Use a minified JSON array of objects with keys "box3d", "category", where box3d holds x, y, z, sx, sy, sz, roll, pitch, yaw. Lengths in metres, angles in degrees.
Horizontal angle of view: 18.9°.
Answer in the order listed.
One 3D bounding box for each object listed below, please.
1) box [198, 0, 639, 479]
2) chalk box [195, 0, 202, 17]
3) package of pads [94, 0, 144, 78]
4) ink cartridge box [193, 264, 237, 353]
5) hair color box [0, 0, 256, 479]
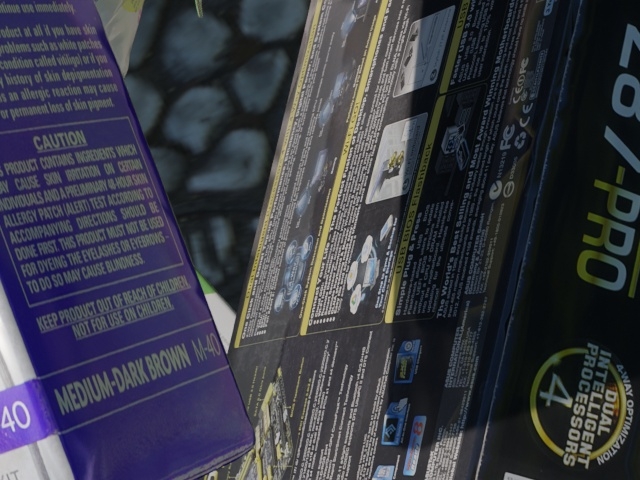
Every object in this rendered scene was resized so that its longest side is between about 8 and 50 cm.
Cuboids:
[{"box3d":[0.055,0.021,0.943,0.097,0.318,0.395,18,76,-24],"category":"box"},{"box3d":[-0.105,-0.302,1.703,0.132,0.132,0.213,7,63,6],"category":"chalk box"},{"box3d":[-0.198,-0.203,1.115,0.229,0.101,0.296,-4,56,22],"category":"package of pads"},{"box3d":[-0.149,0.110,1.258,0.219,0.092,0.160,-40,79,-9],"category":"ink cartridge box"},{"box3d":[-0.170,-0.063,0.550,0.185,0.110,0.338,-22,86,25],"category":"hair color box"}]
